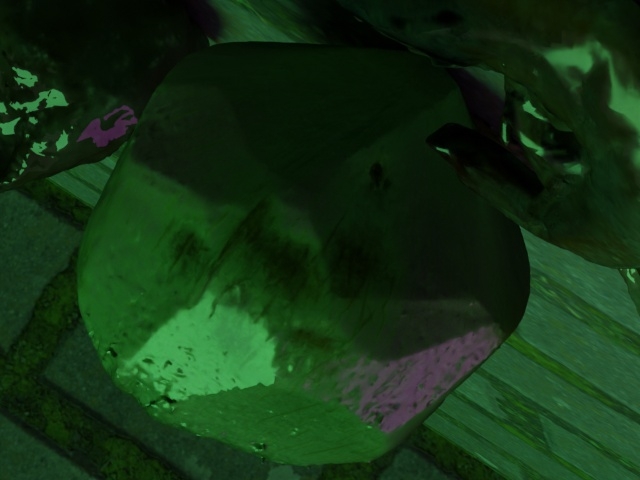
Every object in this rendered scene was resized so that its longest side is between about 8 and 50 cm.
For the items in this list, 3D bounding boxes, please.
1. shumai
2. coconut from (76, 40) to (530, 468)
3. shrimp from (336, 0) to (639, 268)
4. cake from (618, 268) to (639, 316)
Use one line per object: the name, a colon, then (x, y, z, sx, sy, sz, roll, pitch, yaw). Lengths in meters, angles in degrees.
shumai: (-0.241, -0.186, 1.211, 0.346, 0.217, 0.283, 7, 122, 46)
coconut: (0.000, 0.000, 0.995, 0.236, 0.236, 0.204, 32, -154, 20)
shrimp: (0.055, -0.067, 0.771, 0.251, 0.052, 0.144, 37, 149, 41)
cake: (0.194, 0.021, 0.775, 0.287, 0.135, 0.098, 56, 173, -8)
